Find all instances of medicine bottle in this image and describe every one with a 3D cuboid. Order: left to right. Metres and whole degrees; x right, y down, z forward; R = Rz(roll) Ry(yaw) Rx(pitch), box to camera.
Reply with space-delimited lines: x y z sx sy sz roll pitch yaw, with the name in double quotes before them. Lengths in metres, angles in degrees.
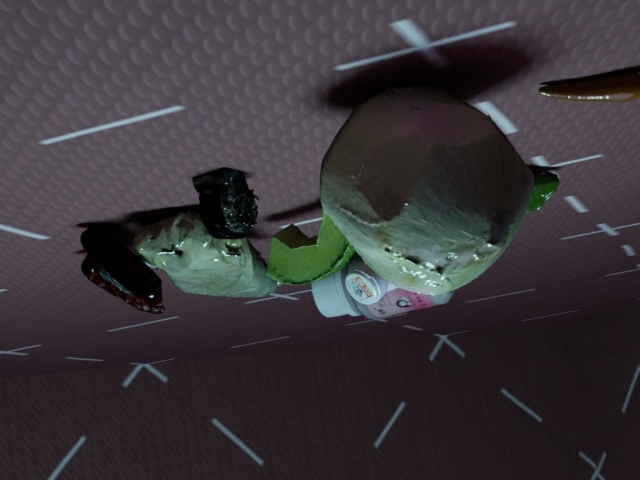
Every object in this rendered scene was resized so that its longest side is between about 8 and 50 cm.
"medicine bottle" 0.113 0.067 2.377 0.247 0.147 0.147 -14 168 24
"medicine bottle" 0.123 0.015 2.029 0.219 0.078 0.115 -42 -173 -38

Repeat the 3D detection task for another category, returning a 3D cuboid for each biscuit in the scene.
"biscuit" -0.300 0.049 2.004 0.063 0.151 0.235 -48 177 -16

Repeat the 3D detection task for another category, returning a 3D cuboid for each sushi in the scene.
"sushi" -0.119 -0.046 1.756 0.056 0.083 0.084 -16 166 32

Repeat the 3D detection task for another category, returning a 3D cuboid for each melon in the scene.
"melon" 0.000 0.000 2.000 0.209 0.118 0.064 -21 172 37

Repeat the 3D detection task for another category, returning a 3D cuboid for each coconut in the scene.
"coconut" 0.122 -0.055 1.475 0.227 0.227 0.230 -1 -156 -36

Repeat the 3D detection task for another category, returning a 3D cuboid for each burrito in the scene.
"burrito" -0.175 0.023 2.034 0.175 0.107 0.348 5 170 12

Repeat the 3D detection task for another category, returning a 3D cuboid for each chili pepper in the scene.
"chili pepper" 0.221 -0.073 1.917 0.359 0.076 0.085 -3 150 -47

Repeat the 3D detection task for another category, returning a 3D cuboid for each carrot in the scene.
"carrot" 0.329 -0.179 1.563 0.142 0.035 0.035 -5 169 2
